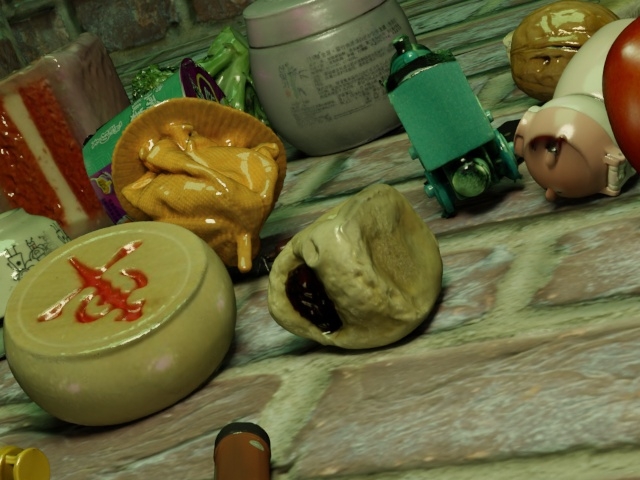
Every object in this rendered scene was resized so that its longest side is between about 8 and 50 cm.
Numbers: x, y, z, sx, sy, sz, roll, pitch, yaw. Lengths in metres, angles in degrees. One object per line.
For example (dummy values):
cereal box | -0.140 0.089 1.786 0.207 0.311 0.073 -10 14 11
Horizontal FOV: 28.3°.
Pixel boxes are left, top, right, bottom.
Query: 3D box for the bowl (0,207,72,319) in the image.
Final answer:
bowl | -0.461 0.035 1.820 0.237 0.126 0.238 -22 12 5

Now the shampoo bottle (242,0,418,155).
shampoo bottle | 0.020 -0.296 2.049 0.273 0.266 0.273 -18 17 6

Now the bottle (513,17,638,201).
bottle | 0.316 -0.136 1.435 0.147 0.147 0.236 -1 34 48

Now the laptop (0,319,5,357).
laptop | -0.357 0.098 1.727 0.269 0.015 0.187 -22 17 -2

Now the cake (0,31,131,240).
cake | -0.425 -0.157 2.107 0.237 0.309 0.230 -21 12 18

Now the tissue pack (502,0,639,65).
tissue pack | 0.399 -0.308 1.925 0.148 0.092 0.196 -33 21 -34

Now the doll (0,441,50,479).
doll | -0.321 0.231 1.199 0.127 0.073 0.084 -9 53 29

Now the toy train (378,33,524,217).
toy train | 0.148 -0.158 1.568 0.120 0.194 0.298 -28 19 7

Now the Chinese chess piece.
Chinese chess piece | -0.214 0.082 1.353 0.250 0.097 0.251 -11 36 8

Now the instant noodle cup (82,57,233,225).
instant noodle cup | -0.216 -0.112 1.848 0.190 0.251 0.251 -27 16 12

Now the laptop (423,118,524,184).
laptop | 0.240 -0.124 1.687 0.135 0.016 0.197 -3 24 48

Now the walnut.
walnut | 0.347 -0.263 1.770 0.180 0.144 0.144 9 33 41

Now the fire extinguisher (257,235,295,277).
fire extinguisher | 0.000 0.000 1.569 0.173 0.035 0.049 -17 21 5

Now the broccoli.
broccoli | -0.191 -0.241 2.180 0.241 0.269 0.261 -52 40 12

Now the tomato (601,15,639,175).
tomato | 0.408 -0.140 1.178 0.298 0.226 0.298 -27 16 9

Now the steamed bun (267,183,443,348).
steamed bun | 0.023 0.039 1.282 0.155 0.141 0.172 -27 9 31

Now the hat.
hat | -0.122 -0.020 1.565 0.233 0.244 0.233 -7 35 -17

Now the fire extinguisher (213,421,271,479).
fire extinguisher | -0.058 0.202 1.004 0.062 0.050 0.177 16 16 -9
